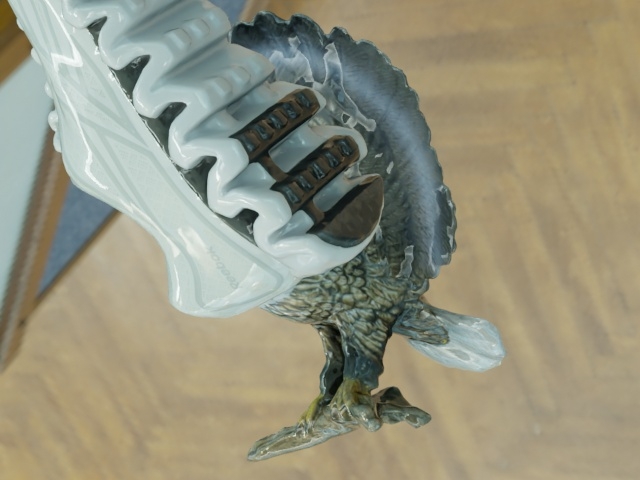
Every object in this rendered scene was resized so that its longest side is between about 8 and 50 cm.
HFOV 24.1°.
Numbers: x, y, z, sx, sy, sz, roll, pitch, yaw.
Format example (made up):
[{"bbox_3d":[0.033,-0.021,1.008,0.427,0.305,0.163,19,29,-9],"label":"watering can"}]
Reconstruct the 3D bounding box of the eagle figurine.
[{"bbox_3d":[-0.006,-0.001,1.104,0.226,0.225,0.298,-14,79,16],"label":"eagle figurine"}]

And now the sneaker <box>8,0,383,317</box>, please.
[{"bbox_3d":[-0.099,-0.089,0.715,0.118,0.110,0.292,-37,87,38],"label":"sneaker"}]
